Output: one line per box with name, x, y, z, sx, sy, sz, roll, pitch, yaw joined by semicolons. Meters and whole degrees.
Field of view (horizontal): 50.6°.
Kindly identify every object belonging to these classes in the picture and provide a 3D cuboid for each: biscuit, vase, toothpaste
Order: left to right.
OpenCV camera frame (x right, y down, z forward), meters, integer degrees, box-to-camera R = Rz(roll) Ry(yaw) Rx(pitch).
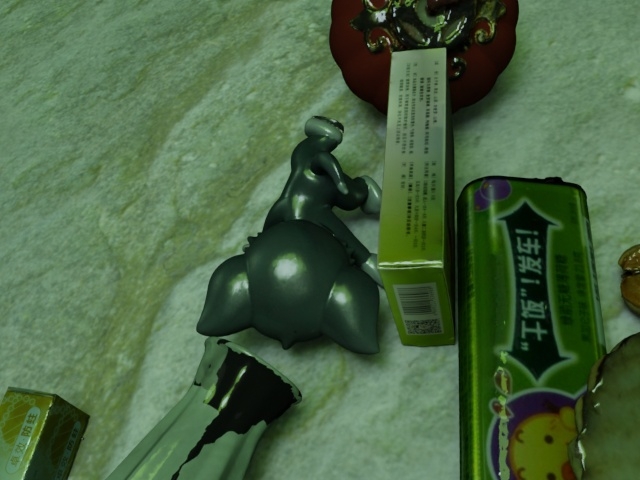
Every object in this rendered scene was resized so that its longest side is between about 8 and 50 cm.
toothpaste;-0.324;0.306;0.658;0.071;0.089;0.312;6;61;12
vase;-0.156;0.265;0.605;0.165;0.165;0.360;20;63;25
biscuit;0.287;0.217;0.513;0.187;0.036;0.273;-30;73;-27

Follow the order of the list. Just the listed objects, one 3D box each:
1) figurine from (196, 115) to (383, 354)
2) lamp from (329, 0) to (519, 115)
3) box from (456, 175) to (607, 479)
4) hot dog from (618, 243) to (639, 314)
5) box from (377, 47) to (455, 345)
figurine;0.001;-0.004;0.734;0.193;0.140;0.265;16;87;4
lamp;0.122;-0.256;0.805;0.227;0.227;0.226;-7;58;11
box;0.196;0.103;0.636;0.134;0.097;0.345;5;60;0
hot dog;0.409;0.038;0.639;0.236;0.062;0.092;2;60;19
box;0.106;-0.044;0.702;0.062;0.175;0.260;-2;59;14
